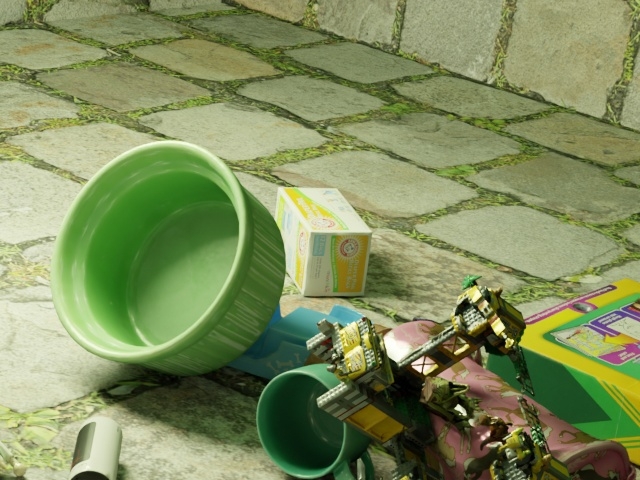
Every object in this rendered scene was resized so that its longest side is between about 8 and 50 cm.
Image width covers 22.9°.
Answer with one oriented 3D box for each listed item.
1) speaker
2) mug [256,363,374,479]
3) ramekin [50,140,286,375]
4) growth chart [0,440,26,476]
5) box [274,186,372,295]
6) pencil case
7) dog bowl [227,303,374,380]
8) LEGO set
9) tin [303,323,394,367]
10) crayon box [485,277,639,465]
[{"bbox_3d":[-0.259,0.257,1.815,0.055,0.055,0.136,6,21,-4],"label":"speaker"},{"bbox_3d":[0.004,0.228,1.908,0.129,0.158,0.097,-7,2,32],"label":"mug"},{"bbox_3d":[-0.193,0.034,2.093,0.303,0.303,0.148,22,-8,34],"label":"ramekin"},{"bbox_3d":[-0.443,0.204,1.746,0.172,0.021,0.237,44,14,21],"label":"growth chart"},{"bbox_3d":[0.000,0.000,2.518,0.103,0.114,0.203,0,22,-17],"label":"box"},{"bbox_3d":[0.205,0.233,1.899,0.160,0.167,0.386,43,-5,-37],"label":"pencil case"},{"bbox_3d":[-0.068,0.130,2.198,0.297,0.074,0.166,15,21,22],"label":"dog bowl"},{"bbox_3d":[0.115,0.182,1.743,0.192,0.255,0.331,35,39,-39],"label":"LEGO set"},{"bbox_3d":[0.043,0.171,2.077,0.040,0.106,0.189,22,24,36],"label":"tin"},{"bbox_3d":[0.458,0.184,2.190,0.313,0.106,0.363,24,26,36],"label":"crayon box"}]
